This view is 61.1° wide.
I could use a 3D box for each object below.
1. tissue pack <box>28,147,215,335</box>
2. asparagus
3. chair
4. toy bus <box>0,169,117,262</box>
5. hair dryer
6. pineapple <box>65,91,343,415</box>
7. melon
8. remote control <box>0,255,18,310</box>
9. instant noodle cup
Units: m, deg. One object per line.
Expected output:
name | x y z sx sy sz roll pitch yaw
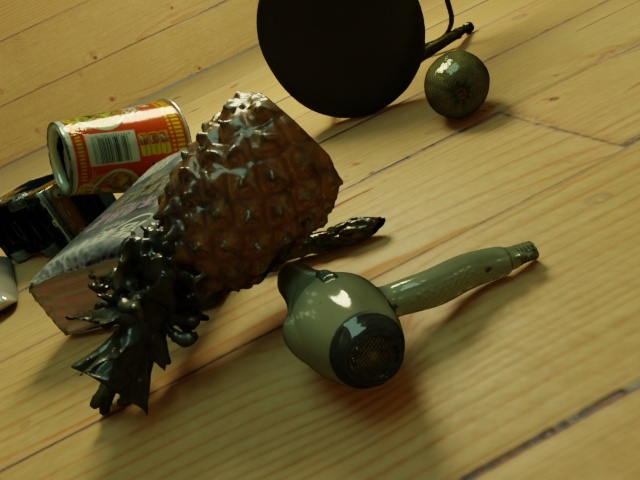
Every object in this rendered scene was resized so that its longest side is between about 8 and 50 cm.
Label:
tissue pack | -0.213 -0.032 0.788 0.259 0.122 0.361 -16 29 21
asparagus | 0.000 -0.001 0.639 0.165 0.030 0.036 -17 17 17
chair | 0.078 -0.471 1.099 0.362 0.365 0.410 -10 35 26
toy bus | -0.550 -0.057 1.100 0.275 0.138 0.167 -6 30 38
hair dryer | 0.045 0.040 0.496 0.225 0.088 0.219 -26 19 -32
pineapple | -0.129 0.022 0.526 0.340 0.169 0.169 -49 30 -4
melon | 0.205 -0.236 0.819 0.098 0.098 0.131 -18 27 14
remote control | -0.620 0.086 0.983 0.109 0.055 0.313 -35 28 -20
instant noodle cup | -0.372 -0.158 0.997 0.212 0.193 0.193 -16 17 -38
